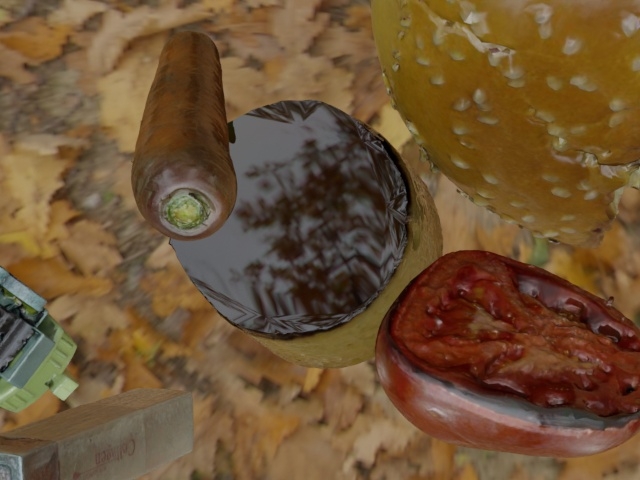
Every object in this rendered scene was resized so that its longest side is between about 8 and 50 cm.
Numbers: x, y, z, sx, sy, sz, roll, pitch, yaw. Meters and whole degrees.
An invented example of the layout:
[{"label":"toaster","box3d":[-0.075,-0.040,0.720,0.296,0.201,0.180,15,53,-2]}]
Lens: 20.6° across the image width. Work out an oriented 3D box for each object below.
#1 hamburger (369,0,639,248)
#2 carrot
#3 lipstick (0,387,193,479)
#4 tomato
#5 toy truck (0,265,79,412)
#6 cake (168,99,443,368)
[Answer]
[{"label":"hamburger","box3d":[0.151,-0.192,1.271,0.287,0.445,0.268,18,60,8]},{"label":"carrot","box3d":[-0.040,-0.032,0.525,0.032,0.093,0.032,-2,125,-3]},{"label":"lipstick","box3d":[-0.245,0.218,1.827,0.079,0.371,0.076,1,96,22]},{"label":"tomato","box3d":[0.121,0.090,1.100,0.174,0.166,0.082,26,124,12]},{"label":"toy truck","box3d":[-0.227,0.051,1.158,0.169,0.100,0.077,29,80,37]},{"label":"cake","box3d":[0.000,0.000,1.384,0.207,0.178,0.185,43,90,15]}]
